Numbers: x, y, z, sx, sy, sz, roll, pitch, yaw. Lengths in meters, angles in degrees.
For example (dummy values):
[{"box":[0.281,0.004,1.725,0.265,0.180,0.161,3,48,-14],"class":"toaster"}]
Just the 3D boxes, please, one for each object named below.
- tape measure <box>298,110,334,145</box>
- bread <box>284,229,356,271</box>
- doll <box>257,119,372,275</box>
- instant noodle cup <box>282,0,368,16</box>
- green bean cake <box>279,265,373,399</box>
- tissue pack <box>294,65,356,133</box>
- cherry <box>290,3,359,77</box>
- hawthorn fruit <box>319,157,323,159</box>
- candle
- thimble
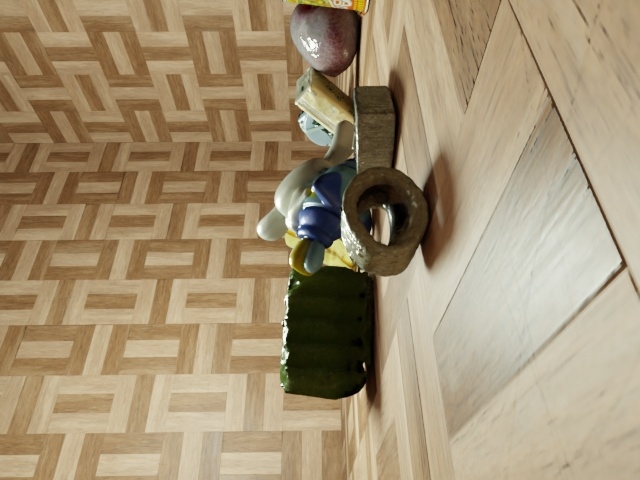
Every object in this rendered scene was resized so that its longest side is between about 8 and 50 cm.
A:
[{"box":[0.025,-0.428,1.699,0.182,0.181,0.107,-43,28,34],"class":"tape measure"},{"box":[0.000,0.000,1.428,0.263,0.236,0.198,90,180,-65],"class":"bread"},{"box":[0.009,-0.091,1.163,0.376,0.187,0.365,-66,26,20],"class":"doll"},{"box":[0.009,-0.644,1.151,0.193,0.212,0.193,-1,-90,-90],"class":"instant noodle cup"},{"box":[0.029,0.227,1.218,0.319,0.218,0.335,55,-140,-77],"class":"green bean cake"},{"box":[0.020,-0.433,1.502,0.092,0.196,0.148,-37,35,31],"class":"tissue pack"},{"box":[0.016,-0.615,1.405,0.213,0.183,0.266,26,137,41],"class":"cherry"},{"box":[0.025,-0.158,1.622,0.225,0.196,0.197,78,-172,-47],"class":"hawthorn fruit"},{"box":[0.088,-0.186,0.823,0.168,0.068,0.192,66,-158,-83],"class":"candle"},{"box":[0.074,-0.021,0.581,0.090,0.102,0.115,89,-172,-68],"class":"thimble"}]
